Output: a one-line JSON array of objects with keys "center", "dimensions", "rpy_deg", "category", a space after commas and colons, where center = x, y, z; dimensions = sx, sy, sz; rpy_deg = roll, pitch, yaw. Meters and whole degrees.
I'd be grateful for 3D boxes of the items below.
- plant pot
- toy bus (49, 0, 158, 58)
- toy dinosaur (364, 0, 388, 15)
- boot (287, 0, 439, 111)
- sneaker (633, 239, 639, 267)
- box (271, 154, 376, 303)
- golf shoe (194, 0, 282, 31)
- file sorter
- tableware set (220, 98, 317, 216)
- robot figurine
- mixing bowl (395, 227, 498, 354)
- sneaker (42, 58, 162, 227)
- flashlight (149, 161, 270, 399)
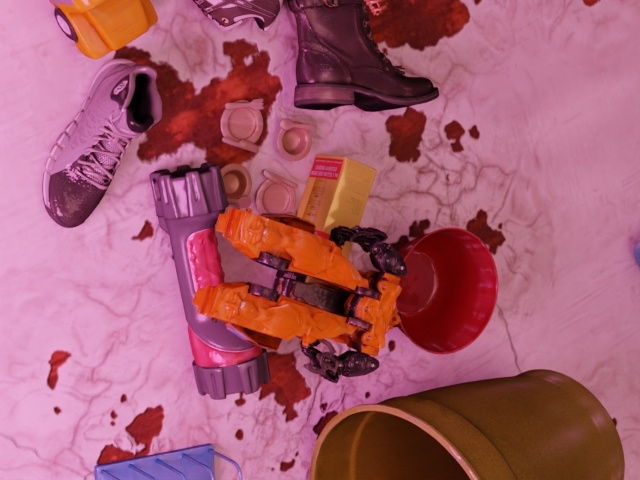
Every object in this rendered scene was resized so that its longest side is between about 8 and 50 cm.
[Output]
[{"center": [0.238, 0.347, 2.012], "dimensions": [0.353, 0.366, 0.366], "rpy_deg": [-20, 106, -40], "category": "plant pot"}, {"center": [-0.307, -0.381, 1.695], "dimensions": [0.108, 0.130, 0.332], "rpy_deg": [-36, 112, -19], "category": "toy bus"}, {"center": [0.060, -0.468, 1.913], "dimensions": [0.218, 0.164, 0.321], "rpy_deg": [-3, 103, -21], "category": "toy dinosaur"}, {"center": [0.055, -0.295, 1.958], "dimensions": [0.263, 0.091, 0.229], "rpy_deg": [-2, 89, -38], "category": "boot"}, {"center": [0.671, 0.056, 2.348], "dimensions": [0.208, 0.127, 0.319], "rpy_deg": [-46, 117, -17], "category": "sneaker"}, {"center": [0.000, 0.000, 1.956], "dimensions": [0.058, 0.087, 0.232], "rpy_deg": [22, 85, -31], "category": "box"}, {"center": [-0.139, -0.317, 1.840], "dimensions": [0.198, 0.077, 0.093], "rpy_deg": [5, 110, -19], "category": "golf shoe"}, {"center": [-0.196, 0.348, 1.866], "dimensions": [0.170, 0.104, 0.118], "rpy_deg": [-7, 99, -30], "category": "file sorter"}, {"center": [-0.080, -0.107, 1.933], "dimensions": [0.141, 0.020, 0.168], "rpy_deg": [11, 89, -32], "category": "tableware set"}, {"center": [-0.014, 0.064, 1.848], "dimensions": [0.291, 0.085, 0.211], "rpy_deg": [21, 85, -36], "category": "robot figurine"}, {"center": [0.155, 0.066, 2.050], "dimensions": [0.181, 0.098, 0.181], "rpy_deg": [-4, 98, -32], "category": "mixing bowl"}, {"center": [-0.264, -0.121, 1.753], "dimensions": [0.086, 0.132, 0.228], "rpy_deg": [24, 83, -31], "category": "sneaker"}, {"center": [-0.139, 0.052, 1.867], "dimensions": [0.103, 0.103, 0.304], "rpy_deg": [-15, 104, -28], "category": "flashlight"}]
